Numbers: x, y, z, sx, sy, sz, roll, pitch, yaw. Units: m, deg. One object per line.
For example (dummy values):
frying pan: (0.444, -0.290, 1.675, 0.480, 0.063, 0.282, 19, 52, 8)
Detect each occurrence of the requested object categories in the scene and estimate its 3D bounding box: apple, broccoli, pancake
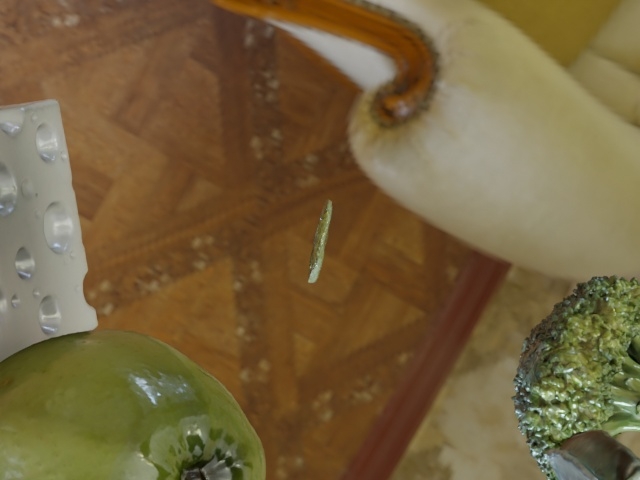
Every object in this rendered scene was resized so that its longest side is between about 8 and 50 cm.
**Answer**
apple: (-0.189, 0.207, 1.449, 0.279, 0.279, 0.279, -23, 125, -36)
broccoli: (0.308, 0.147, 1.855, 0.226, 0.176, 0.198, -21, 142, -15)
pancake: (0.000, 0.001, 2.020, 0.108, 0.017, 0.108, 11, 90, -89)

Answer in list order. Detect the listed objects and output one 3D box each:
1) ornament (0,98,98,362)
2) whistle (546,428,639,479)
ornament: (-0.387, 0.008, 1.595, 0.239, 0.239, 0.240, -27, 111, -66)
whistle: (0.307, 0.308, 1.227, 0.404, 0.168, 0.188, 31, 88, -12)
